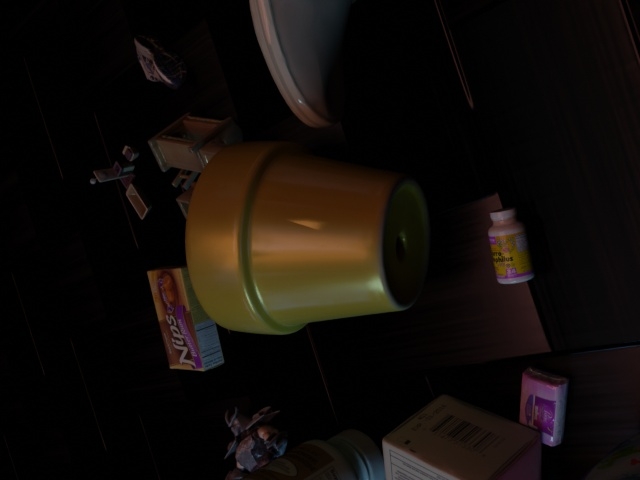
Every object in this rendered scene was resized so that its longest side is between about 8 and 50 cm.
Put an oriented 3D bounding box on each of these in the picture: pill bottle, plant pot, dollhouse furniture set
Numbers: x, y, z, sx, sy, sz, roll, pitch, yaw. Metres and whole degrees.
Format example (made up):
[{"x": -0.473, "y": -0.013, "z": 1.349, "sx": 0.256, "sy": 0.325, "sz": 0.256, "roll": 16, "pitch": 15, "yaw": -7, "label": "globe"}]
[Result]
[{"x": -0.017, "y": 0.359, "z": 1.080, "sx": 0.131, "sy": 0.229, "sz": 0.131, "roll": 16, "pitch": 113, "yaw": 41, "label": "pill bottle"}, {"x": 0.000, "y": 0.000, "z": 0.960, "sx": 0.239, "sy": 0.254, "sz": 0.254, "roll": 3, "pitch": 105, "yaw": 28, "label": "plant pot"}, {"x": 0.217, "y": 0.005, "z": 0.874, "sx": 0.043, "sy": 0.043, "sz": 0.083, "roll": -7, "pitch": 97, "yaw": 45, "label": "pill bottle"}, {"x": -0.357, "y": -0.098, "z": 1.379, "sx": 0.114, "sy": 0.081, "sz": 0.091, "roll": 55, "pitch": 133, "yaw": 17, "label": "dollhouse furniture set"}, {"x": -0.149, "y": -0.105, "z": 1.192, "sx": 0.182, "sy": 0.101, "sz": 0.161, "roll": 15, "pitch": 137, "yaw": 41, "label": "dollhouse furniture set"}]

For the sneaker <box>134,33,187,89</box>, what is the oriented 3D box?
[{"x": -0.263, "y": -0.285, "z": 1.260, "sx": 0.135, "sy": 0.052, "sz": 0.058, "roll": 51, "pitch": 142, "yaw": 31, "label": "sneaker"}]

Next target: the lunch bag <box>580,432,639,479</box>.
[{"x": 0.362, "y": 0.237, "z": 0.709, "sx": 0.219, "sy": 0.176, "sz": 0.090, "roll": -22, "pitch": 87, "yaw": 45, "label": "lunch bag"}]

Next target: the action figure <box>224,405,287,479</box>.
[{"x": -0.084, "y": 0.399, "z": 1.257, "sx": 0.285, "sy": 0.099, "sz": 0.185, "roll": 56, "pitch": 142, "yaw": 22, "label": "action figure"}]

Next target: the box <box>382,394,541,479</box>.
[{"x": 0.177, "y": 0.334, "z": 0.935, "sx": 0.148, "sy": 0.127, "sz": 0.232, "roll": 16, "pitch": 121, "yaw": 43, "label": "box"}]

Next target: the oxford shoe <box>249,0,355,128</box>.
[{"x": -0.007, "y": -0.361, "z": 0.912, "sx": 0.130, "sy": 0.169, "sz": 0.449, "roll": -1, "pitch": 102, "yaw": 24, "label": "oxford shoe"}]

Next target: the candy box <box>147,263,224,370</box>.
[{"x": -0.241, "y": 0.136, "z": 1.359, "sx": 0.109, "sy": 0.053, "sz": 0.187, "roll": -5, "pitch": 97, "yaw": 45, "label": "candy box"}]

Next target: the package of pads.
[{"x": 0.263, "y": 0.194, "z": 0.896, "sx": 0.050, "sy": 0.032, "sz": 0.083, "roll": 15, "pitch": 113, "yaw": 42, "label": "package of pads"}]
